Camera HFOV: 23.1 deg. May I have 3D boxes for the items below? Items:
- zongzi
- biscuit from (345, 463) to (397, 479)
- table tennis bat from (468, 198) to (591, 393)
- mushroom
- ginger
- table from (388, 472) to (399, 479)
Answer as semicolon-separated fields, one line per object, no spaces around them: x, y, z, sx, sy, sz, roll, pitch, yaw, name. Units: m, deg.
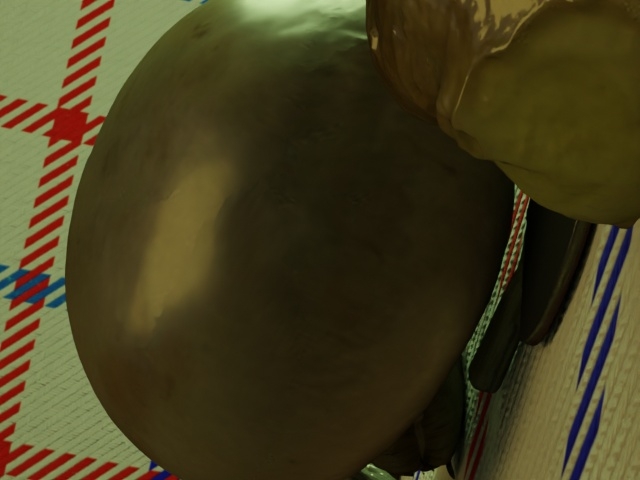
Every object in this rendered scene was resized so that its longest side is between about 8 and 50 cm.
0.010;0.105;1.182;0.194;0.197;0.099;-88;-8;-66;zongzi
0.036;0.261;1.154;0.281;0.084;0.179;-66;-17;-84;biscuit
0.123;0.008;0.888;0.246;0.022;0.138;104;178;-48;table tennis bat
0.000;0.000;1.049;0.362;0.295;0.362;-33;45;41;mushroom
0.090;-0.096;0.672;0.267;0.138;0.152;-102;18;-75;ginger
0.040;0.202;1.547;0.083;0.082;0.070;104;177;-76;table
